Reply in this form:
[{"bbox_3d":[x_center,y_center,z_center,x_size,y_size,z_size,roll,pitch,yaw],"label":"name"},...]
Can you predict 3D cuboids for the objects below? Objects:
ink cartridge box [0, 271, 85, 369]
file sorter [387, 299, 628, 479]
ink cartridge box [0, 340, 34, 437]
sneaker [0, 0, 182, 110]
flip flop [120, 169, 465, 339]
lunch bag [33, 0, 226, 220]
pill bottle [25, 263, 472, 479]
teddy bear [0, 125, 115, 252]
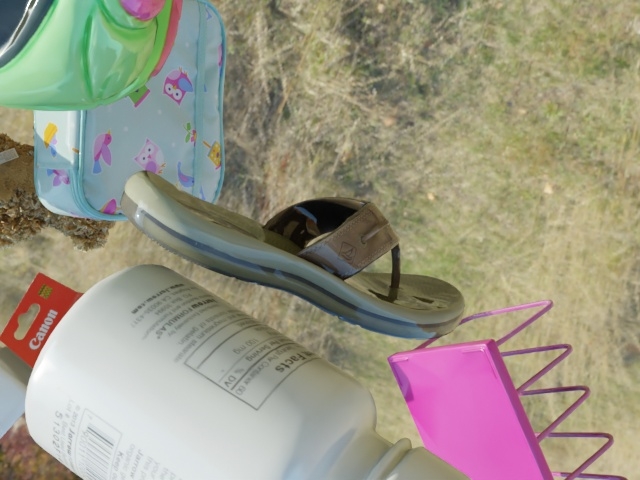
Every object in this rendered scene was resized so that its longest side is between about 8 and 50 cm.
[{"bbox_3d":[-0.329,0.135,1.004,0.179,0.145,0.045,32,146,-18],"label":"ink cartridge box"},{"bbox_3d":[0.272,0.252,1.046,0.202,0.182,0.290,-22,92,55],"label":"file sorter"},{"bbox_3d":[-0.461,0.172,0.572,0.279,0.384,0.160,45,165,-11],"label":"ink cartridge box"},{"bbox_3d":[-0.160,-0.301,0.315,0.202,0.482,0.185,-1,177,-11],"label":"sneaker"},{"bbox_3d":[0.000,0.000,0.517,0.277,0.080,0.112,23,-177,-28],"label":"flip flop"},{"bbox_3d":[-0.208,-0.163,0.858,0.108,0.279,0.224,9,-173,41],"label":"lunch bag"},{"bbox_3d":[-0.040,0.118,0.420,0.229,0.131,0.131,28,162,21],"label":"pill bottle"},{"bbox_3d":[-0.490,-0.096,1.202,0.338,0.245,0.113,-2,166,-22],"label":"teddy bear"}]
